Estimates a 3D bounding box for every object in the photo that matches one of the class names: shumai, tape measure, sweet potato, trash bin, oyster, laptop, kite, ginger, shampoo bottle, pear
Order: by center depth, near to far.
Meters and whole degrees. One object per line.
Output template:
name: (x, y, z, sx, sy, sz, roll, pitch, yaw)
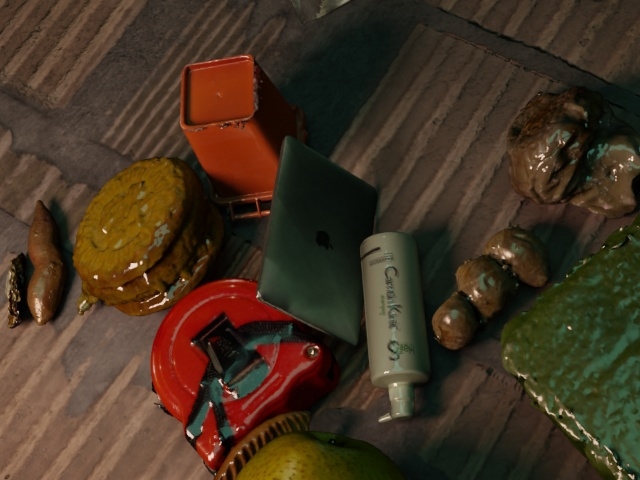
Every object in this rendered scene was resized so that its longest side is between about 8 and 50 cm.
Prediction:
pear: (-0.001, 0.375, 1.404, 0.294, 0.294, 0.294, -6, 64, 13)
ginger: (0.231, 0.066, 1.599, 0.204, 0.080, 0.104, -41, 68, -8)
shampoo bottle: (0.106, 0.121, 1.605, 0.085, 0.085, 0.262, -9, 64, 11)
tape measure: (-0.122, 0.182, 1.623, 0.253, 0.114, 0.260, -42, 63, -7)
shumai: (0.363, -0.104, 1.627, 0.184, 0.218, 0.185, -44, 101, -3)
laptop: (0.000, 0.000, 1.638, 0.015, 0.187, 0.269, -25, 47, 44)
trash bin: (-0.117, -0.152, 1.707, 0.161, 0.239, 0.184, -8, 66, 12)
oyster: (-0.476, 0.075, 1.800, 0.029, 0.086, 0.132, 8, 75, -18)
sweet potato: (-0.432, 0.031, 1.815, 0.065, 0.051, 0.218, -9, 63, 6)
kite: (0.083, -0.479, 1.931, 0.310, 0.015, 0.169, -19, 61, 7)

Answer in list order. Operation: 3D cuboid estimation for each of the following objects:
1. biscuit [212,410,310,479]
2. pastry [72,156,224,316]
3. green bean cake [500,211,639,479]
biscuit: (-0.079, 0.342, 1.539, 0.031, 0.176, 0.229, 24, 112, 48)
pastry: (-0.269, -0.013, 1.722, 0.235, 0.132, 0.240, -2, 53, 31)
green bean cake: (0.430, 0.156, 1.441, 0.319, 0.218, 0.335, -39, 55, 4)
